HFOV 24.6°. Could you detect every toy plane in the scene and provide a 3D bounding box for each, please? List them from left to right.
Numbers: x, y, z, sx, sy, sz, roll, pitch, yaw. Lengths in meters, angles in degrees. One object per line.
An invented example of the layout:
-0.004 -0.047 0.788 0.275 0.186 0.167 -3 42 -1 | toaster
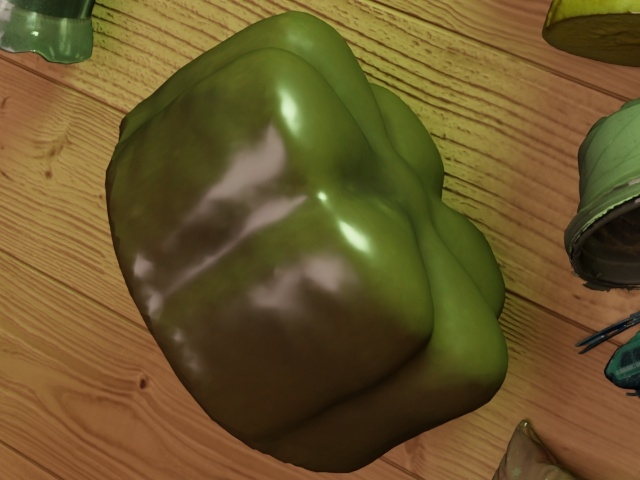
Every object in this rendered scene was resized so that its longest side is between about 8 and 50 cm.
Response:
0.380 0.101 1.546 0.235 0.060 0.096 -30 66 31 | toy plane

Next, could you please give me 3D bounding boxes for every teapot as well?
-0.337 -0.423 1.816 0.300 0.253 0.344 52 125 53 | teapot

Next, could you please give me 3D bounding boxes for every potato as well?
0.336 -0.268 1.492 0.203 0.178 0.158 -6 72 50 | potato

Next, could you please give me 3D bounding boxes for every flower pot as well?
0.348 -0.058 1.480 0.235 0.235 0.140 -26 57 27 | flower pot

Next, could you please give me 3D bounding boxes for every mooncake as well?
0.000 0.000 1.535 0.262 0.467 0.467 -33 78 21 | mooncake

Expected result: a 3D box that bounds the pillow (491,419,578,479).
0.223 0.347 1.597 0.236 0.084 0.223 -61 33 11 | pillow
